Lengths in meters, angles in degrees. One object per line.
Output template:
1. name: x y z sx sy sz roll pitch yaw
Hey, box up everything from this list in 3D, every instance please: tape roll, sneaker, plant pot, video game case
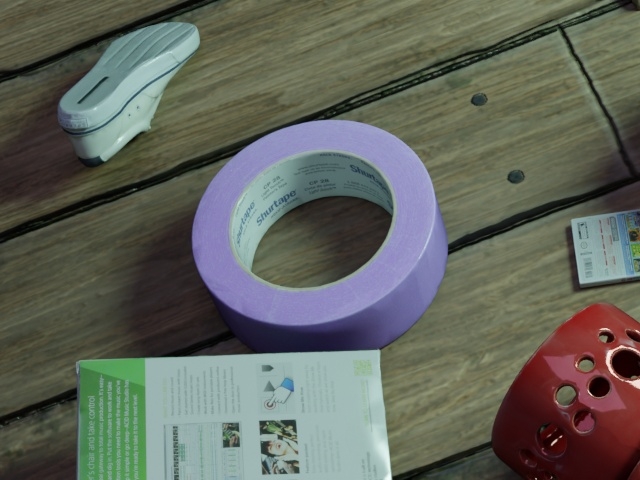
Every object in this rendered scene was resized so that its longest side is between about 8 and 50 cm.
1. tape roll: 0.000 0.000 1.988 0.275 0.090 0.274 -8 54 11
2. sneaker: -0.232 -0.181 2.183 0.094 0.091 0.258 14 40 29
3. plant pot: 0.287 0.181 1.721 0.191 0.191 0.174 -43 59 -15
4. video game case: 0.337 0.005 1.940 0.122 0.011 0.087 -9 54 10

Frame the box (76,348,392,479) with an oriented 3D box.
1. box: -0.089 0.225 1.828 0.322 0.058 0.232 -1 54 -5

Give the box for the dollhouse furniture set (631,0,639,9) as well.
1. dollhouse furniture set: 0.408 -0.389 2.124 0.151 0.123 0.144 -25 53 -2
